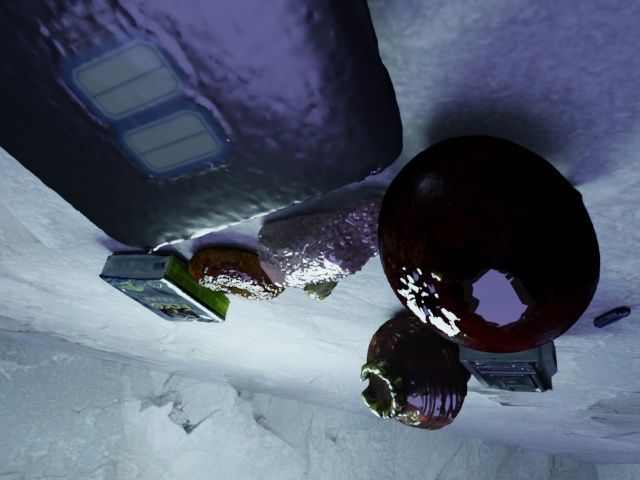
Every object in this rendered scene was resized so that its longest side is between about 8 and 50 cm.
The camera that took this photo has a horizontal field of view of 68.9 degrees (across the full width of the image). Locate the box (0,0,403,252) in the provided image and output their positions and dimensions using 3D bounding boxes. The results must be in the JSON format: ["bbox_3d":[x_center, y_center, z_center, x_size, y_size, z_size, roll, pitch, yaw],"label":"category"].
[{"bbox_3d":[-0.139,-0.148,0.377,0.359,0.091,0.350,-17,135,20],"label":"box"}]

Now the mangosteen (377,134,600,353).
[{"bbox_3d":[0.198,-0.011,0.513,0.261,0.236,0.235,-29,159,-20],"label":"mangosteen"}]

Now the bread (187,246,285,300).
[{"bbox_3d":[-0.160,0.071,0.895,0.193,0.064,0.193,8,155,4],"label":"bread"}]

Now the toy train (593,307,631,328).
[{"bbox_3d":[0.532,0.139,0.851,0.017,0.017,0.083,17,152,2],"label":"toy train"}]

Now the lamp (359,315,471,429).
[{"bbox_3d":[0.194,0.279,0.986,0.246,0.247,0.247,7,152,4],"label":"lamp"}]

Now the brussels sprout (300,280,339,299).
[{"bbox_3d":[-0.011,0.078,0.870,0.085,0.058,0.085,21,149,14],"label":"brussels sprout"}]

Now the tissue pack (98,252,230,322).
[{"bbox_3d":[-0.324,0.105,0.995,0.173,0.073,0.235,-1,150,21],"label":"tissue pack"}]

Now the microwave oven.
[{"bbox_3d":[0.378,0.221,0.937,0.162,0.123,0.208,-7,147,30],"label":"microwave oven"}]

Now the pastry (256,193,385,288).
[{"bbox_3d":[-0.002,0.010,0.683,0.265,0.112,0.103,-21,128,41],"label":"pastry"}]
